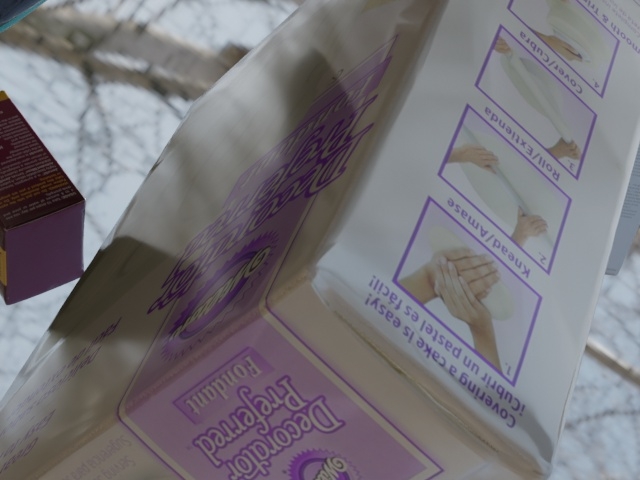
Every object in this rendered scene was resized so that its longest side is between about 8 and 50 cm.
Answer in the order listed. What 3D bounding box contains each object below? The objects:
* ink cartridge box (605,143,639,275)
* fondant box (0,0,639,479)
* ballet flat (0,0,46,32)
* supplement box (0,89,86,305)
[{"bbox_3d":[0.134,-0.042,0.844,0.029,0.063,0.115,45,-60,52],"label":"ink cartridge box"},{"bbox_3d":[0.000,0.000,0.651,0.238,0.096,0.330,-38,-162,37],"label":"fondant box"},{"bbox_3d":[-0.137,-0.163,0.905,0.074,0.074,0.203,-16,-164,38],"label":"ballet flat"},{"bbox_3d":[-0.147,-0.020,0.820,0.043,0.055,0.083,-22,-126,-27],"label":"supplement box"}]
